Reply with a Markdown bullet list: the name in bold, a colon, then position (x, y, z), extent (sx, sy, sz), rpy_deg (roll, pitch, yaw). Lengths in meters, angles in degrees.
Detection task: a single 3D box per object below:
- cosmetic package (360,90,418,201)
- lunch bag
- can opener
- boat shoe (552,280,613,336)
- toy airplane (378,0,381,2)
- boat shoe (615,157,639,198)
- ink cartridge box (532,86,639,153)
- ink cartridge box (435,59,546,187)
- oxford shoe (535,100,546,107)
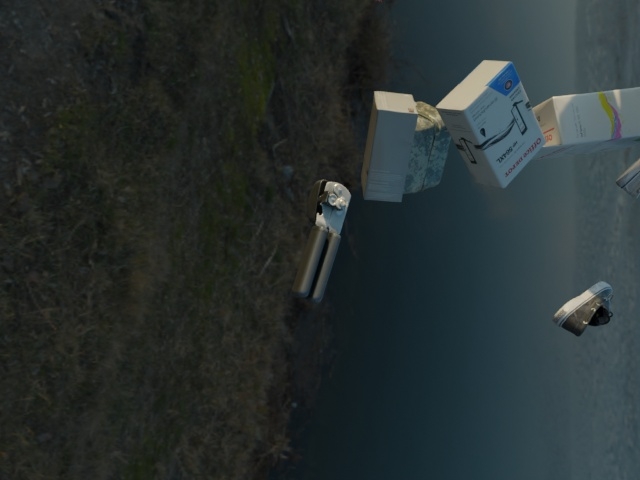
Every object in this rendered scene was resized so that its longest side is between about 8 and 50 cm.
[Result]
- **cosmetic package**: position (0.162, -0.224, 1.582), extent (0.127, 0.107, 0.237), rpy_deg (-90, -177, -59)
- **lunch bag**: position (0.289, -0.316, 2.284), extent (0.256, 0.213, 0.305), rpy_deg (-22, 136, -36)
- **can opener**: position (0.000, 0.000, 1.455), extent (0.074, 0.093, 0.280), rpy_deg (26, 70, -33)
- **boat shoe**: position (0.578, 0.150, 1.398), extent (0.229, 0.076, 0.080), rpy_deg (-11, 136, -47)
- **toy airplane**: position (0.109, -0.706, 1.842), extent (0.151, 0.151, 0.028), rpy_deg (-43, 157, -53)
- **boat shoe**: position (0.915, -0.219, 1.754), extent (0.084, 0.258, 0.095), rpy_deg (46, 37, 10)
- **ink cartridge box**: position (0.614, -0.274, 1.572), extent (0.207, 0.354, 0.119), rpy_deg (152, -71, -82)
- **ink cartridge box**: position (0.340, -0.227, 1.297), extent (0.148, 0.086, 0.203), rpy_deg (-46, 122, -13)
- **oxford shoe**: position (0.663, -0.358, 1.920), extent (0.133, 0.364, 0.129), rpy_deg (30, 88, -18)
